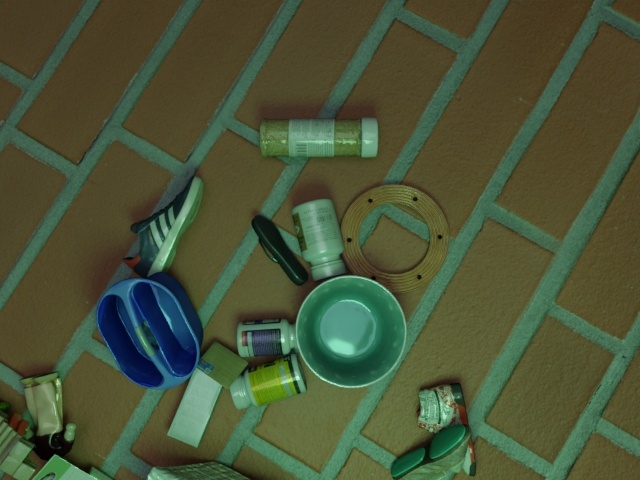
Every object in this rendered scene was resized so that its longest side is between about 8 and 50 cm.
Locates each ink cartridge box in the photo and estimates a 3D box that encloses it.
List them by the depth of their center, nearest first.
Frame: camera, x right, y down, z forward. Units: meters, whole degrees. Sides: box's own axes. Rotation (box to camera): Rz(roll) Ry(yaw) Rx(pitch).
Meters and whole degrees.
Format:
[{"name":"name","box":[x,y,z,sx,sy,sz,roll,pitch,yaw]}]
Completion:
[{"name":"ink cartridge box","box":[-0.718,0.730,1.613,0.235,0.056,0.171,42,87,-15]}]

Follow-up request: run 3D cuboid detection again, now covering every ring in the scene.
[{"name":"ring","box":[0.226,-0.006,1.716,0.337,0.032,0.336,0,85,1]}]

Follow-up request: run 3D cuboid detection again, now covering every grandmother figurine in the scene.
[{"name":"grandmother figurine","box":[-0.795,0.567,1.650,0.208,0.104,0.342,-12,88,33]}]

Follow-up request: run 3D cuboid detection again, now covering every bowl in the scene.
[{"name":"bowl","box":[0.083,0.258,1.624,0.312,0.163,0.311,0,85,-1]}]

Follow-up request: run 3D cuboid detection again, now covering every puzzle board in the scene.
[{"name":"puzzle board","box":[-0.290,0.364,1.633,0.128,0.011,0.096,27,60,22]}]

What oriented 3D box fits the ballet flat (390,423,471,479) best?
[{"name":"ballet flat","box":[0.333,0.613,1.568,0.106,0.107,0.316,40,127,-6]}]

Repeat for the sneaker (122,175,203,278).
[{"name":"sneaker","box":[-0.479,-0.054,1.683,0.148,0.131,0.350,26,86,-1]}]

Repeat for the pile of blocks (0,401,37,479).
[{"name":"pile of blocks","box":[-0.902,0.539,1.613,0.362,0.149,0.112,30,78,25]}]

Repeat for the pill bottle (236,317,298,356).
[{"name":"pill bottle","box":[-0.144,0.287,1.656,0.194,0.108,0.108,-4,84,1]}]

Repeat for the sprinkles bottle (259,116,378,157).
[{"name":"sprinkles bottle","box":[-0.004,-0.314,1.704,0.356,0.121,0.121,0,85,1]}]

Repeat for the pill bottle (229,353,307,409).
[{"name":"pill bottle","box":[-0.153,0.418,1.638,0.209,0.119,0.119,-18,84,-1]}]

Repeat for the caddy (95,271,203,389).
[{"name":"caddy","box":[-0.480,0.256,1.589,0.241,0.179,0.341,-23,103,3]}]

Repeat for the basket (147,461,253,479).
[{"name":"basket","box":[-0.291,0.796,1.473,0.331,0.266,0.328,10,84,33]}]

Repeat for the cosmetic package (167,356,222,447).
[{"name":"cosmetic package","box":[-0.360,0.479,1.665,0.099,0.060,0.239,22,85,1]}]

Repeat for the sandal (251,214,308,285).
[{"name":"sandal","box":[-0.136,0.035,1.693,0.054,0.097,0.254,-37,84,24]}]

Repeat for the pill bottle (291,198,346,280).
[{"name":"pill bottle","box":[0.000,0.000,1.669,0.131,0.131,0.229,-14,84,0]}]

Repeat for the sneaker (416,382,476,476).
[{"name":"sneaker","box":[0.364,0.557,1.635,0.145,0.090,0.270,-11,90,10]}]
